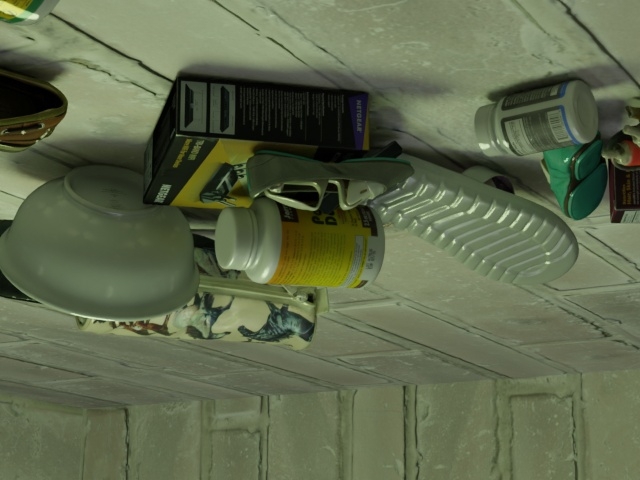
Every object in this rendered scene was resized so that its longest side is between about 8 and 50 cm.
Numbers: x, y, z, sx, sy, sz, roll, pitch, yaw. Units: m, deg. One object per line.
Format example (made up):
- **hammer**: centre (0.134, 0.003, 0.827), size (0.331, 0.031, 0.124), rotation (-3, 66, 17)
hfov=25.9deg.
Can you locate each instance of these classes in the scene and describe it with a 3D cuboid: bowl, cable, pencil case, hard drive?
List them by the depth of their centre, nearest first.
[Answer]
- **cable**: centre (0.484, -0.116, 1.770), size (0.287, 0.072, 0.139), rotation (10, 138, -24)
- **hard drive**: centre (0.054, -0.084, 1.840), size (0.094, 0.022, 0.135), rotation (-42, 178, 24)
- **bowl**: centre (-0.306, -0.019, 1.984), size (0.298, 0.134, 0.298), rotation (12, -153, -6)
- **pencil case**: centre (-0.198, 0.080, 2.188), size (0.410, 0.160, 0.183), rotation (7, 154, -23)

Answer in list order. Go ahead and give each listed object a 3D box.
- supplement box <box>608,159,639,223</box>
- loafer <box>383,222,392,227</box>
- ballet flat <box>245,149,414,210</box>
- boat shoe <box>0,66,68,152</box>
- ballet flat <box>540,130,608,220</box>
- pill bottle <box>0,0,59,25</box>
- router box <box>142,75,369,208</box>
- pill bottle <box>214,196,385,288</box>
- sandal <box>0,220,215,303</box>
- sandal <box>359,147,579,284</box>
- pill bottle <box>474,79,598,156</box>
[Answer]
- **supplement box**: centre (0.487, -0.082, 1.878), size (0.188, 0.104, 0.081), rotation (-1, 166, 7)
- **loafer**: centre (0.108, -0.041, 2.181), size (0.039, 0.045, 0.125), rotation (4, 164, -38)
- **ballet flat**: centre (0.012, -0.068, 1.705), size (0.213, 0.068, 0.072), rotation (3, 164, -14)
- **boat shoe**: centre (-0.438, -0.173, 1.597), size (0.307, 0.111, 0.104), rotation (1, 165, -42)
- **ballet flat**: centre (0.334, -0.107, 1.855), size (0.083, 0.087, 0.247), rotation (-41, 158, -4)
- **pill bottle**: centre (-0.323, -0.266, 1.182), size (0.117, 0.118, 0.208), rotation (-13, 161, 42)
- **router box**: centre (-0.093, -0.116, 1.815), size (0.243, 0.081, 0.309), rotation (3, 165, -13)
- **pill bottle**: centre (-0.029, 0.003, 1.881), size (0.215, 0.117, 0.117), rotation (4, 165, -24)
- **sandal**: centre (-0.352, 0.055, 2.301), size (0.445, 0.168, 0.107), rotation (4, 168, -6)
- **sandal**: centre (0.219, -0.055, 2.032), size (0.416, 0.102, 0.169), rotation (25, 140, -30)
- **pill bottle**: centre (0.262, -0.146, 1.696), size (0.137, 0.078, 0.078), rotation (-9, 162, 35)
